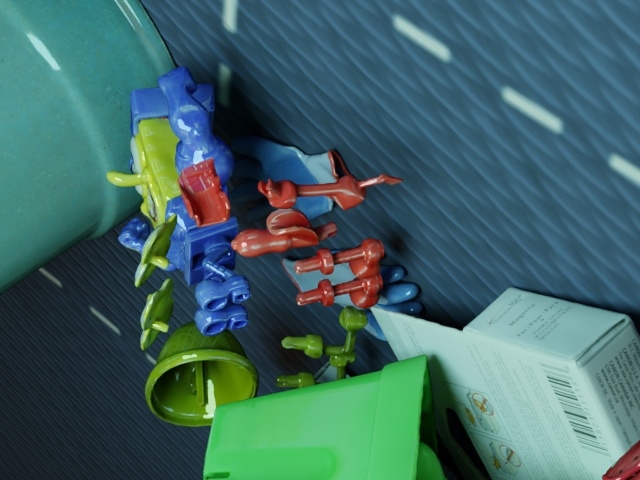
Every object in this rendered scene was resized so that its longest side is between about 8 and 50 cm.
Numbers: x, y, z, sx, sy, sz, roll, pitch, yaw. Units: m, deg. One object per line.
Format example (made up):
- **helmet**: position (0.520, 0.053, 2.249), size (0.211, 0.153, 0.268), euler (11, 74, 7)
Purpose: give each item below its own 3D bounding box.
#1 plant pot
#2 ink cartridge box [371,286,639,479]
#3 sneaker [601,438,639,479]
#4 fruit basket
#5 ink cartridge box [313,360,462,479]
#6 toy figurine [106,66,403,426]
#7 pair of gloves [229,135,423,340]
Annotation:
- **plant pot**: position (-0.336, -0.073, 1.382), size (0.341, 0.334, 0.341), euler (33, 148, 24)
- **ink cartridge box**: position (0.180, 0.157, 1.247), size (0.239, 0.060, 0.275), euler (15, 139, 57)
- **sneaker**: position (0.250, 0.115, 1.022), size (0.087, 0.128, 0.221), euler (38, 151, 16)
- **fruit basket**: position (0.084, 0.278, 1.193), size (0.392, 0.392, 0.283), euler (31, 152, 28)
- **ink cartridge box**: position (0.066, 0.289, 1.557), size (0.330, 0.071, 0.324), euler (43, 151, 3)
- **toy figurine**: position (-0.075, -0.027, 1.299), size (0.362, 0.191, 0.217), euler (97, 156, -60)
- **pair of gloves**: position (0.000, 0.000, 1.335), size (0.159, 0.023, 0.198), euler (1, 126, 54)
